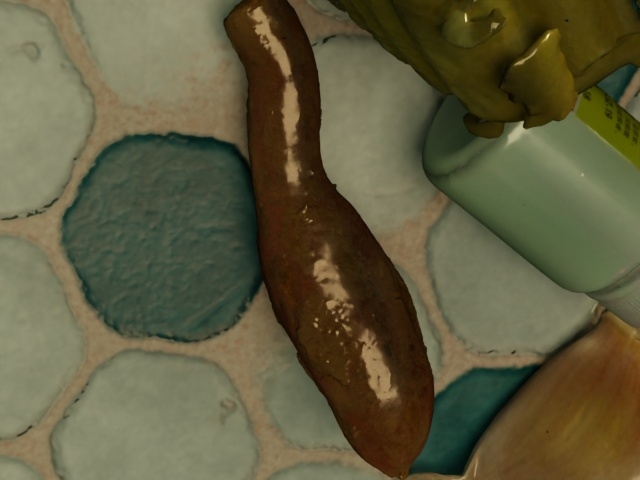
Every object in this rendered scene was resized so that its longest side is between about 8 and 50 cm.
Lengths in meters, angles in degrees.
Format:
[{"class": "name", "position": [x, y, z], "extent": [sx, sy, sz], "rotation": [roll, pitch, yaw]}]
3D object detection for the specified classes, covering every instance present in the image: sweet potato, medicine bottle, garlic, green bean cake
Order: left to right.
[{"class": "sweet potato", "position": [0.000, 0.000, 1.257], "extent": [0.109, 0.109, 0.385], "rotation": [-21, 96, -10]}, {"class": "green bean cake", "position": [0.144, -0.227, 1.139], "extent": [0.285, 0.310, 0.202], "rotation": [-37, 137, -2]}, {"class": "garlic", "position": [0.199, 0.190, 1.367], "extent": [0.266, 0.148, 0.128], "rotation": [-37, 147, -9]}, {"class": "medicine bottle", "position": [0.199, -0.042, 1.278], "extent": [0.225, 0.139, 0.139], "rotation": [37, 92, -20]}]
